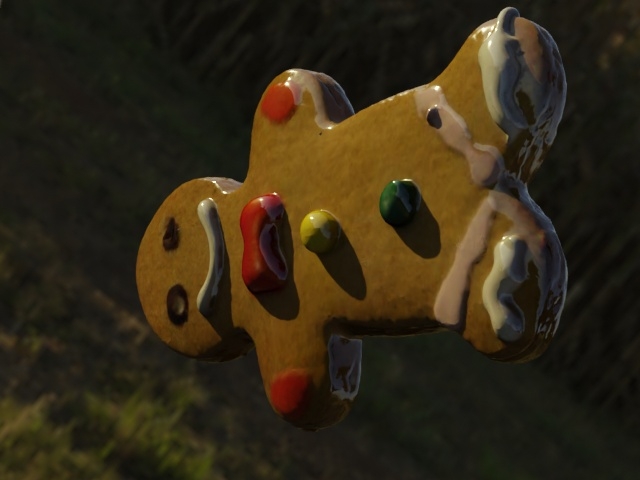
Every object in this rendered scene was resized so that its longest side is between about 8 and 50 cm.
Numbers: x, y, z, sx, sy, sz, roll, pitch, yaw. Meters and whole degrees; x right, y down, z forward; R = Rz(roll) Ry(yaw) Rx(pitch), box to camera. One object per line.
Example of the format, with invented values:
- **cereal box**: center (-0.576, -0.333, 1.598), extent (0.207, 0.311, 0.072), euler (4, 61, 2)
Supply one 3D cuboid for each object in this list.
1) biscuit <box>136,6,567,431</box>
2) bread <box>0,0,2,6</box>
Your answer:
- **biscuit**: center (-0.001, -0.001, 1.388), extent (0.432, 0.283, 0.064), euler (-11, -15, 42)
- **bread**: center (-0.245, -0.192, 1.309), extent (0.033, 0.088, 0.049), euler (21, 29, 29)
